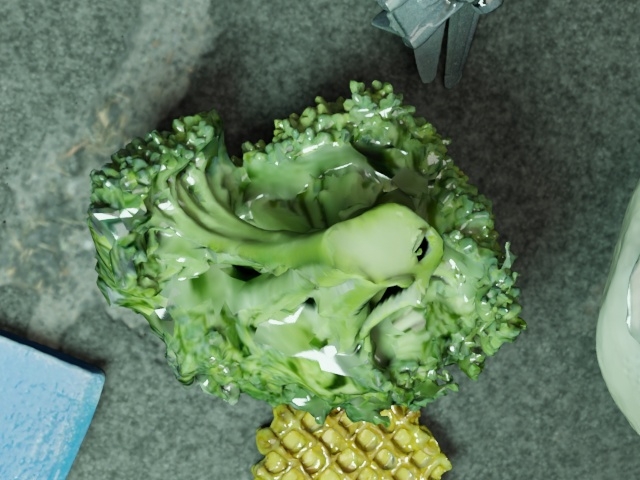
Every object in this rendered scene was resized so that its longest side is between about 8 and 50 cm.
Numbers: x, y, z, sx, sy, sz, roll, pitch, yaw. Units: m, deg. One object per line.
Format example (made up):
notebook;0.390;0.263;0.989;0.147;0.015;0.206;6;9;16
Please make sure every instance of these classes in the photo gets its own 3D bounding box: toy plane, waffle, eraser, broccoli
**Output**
toy plane;0.148;-0.271;1.612;0.267;0.088;0.212;-43;130;-8
waffle;0.025;0.207;1.683;0.191;0.038;0.191;-2;99;-15
eraser;-0.345;0.117;1.563;0.312;0.042;0.144;23;92;-18
broccoli;-0.001;-0.012;1.527;0.375;0.302;0.249;22;54;-13

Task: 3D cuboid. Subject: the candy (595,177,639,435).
candy;0.436;0.024;1.690;0.427;0.186;0.386;-43;99;-3
